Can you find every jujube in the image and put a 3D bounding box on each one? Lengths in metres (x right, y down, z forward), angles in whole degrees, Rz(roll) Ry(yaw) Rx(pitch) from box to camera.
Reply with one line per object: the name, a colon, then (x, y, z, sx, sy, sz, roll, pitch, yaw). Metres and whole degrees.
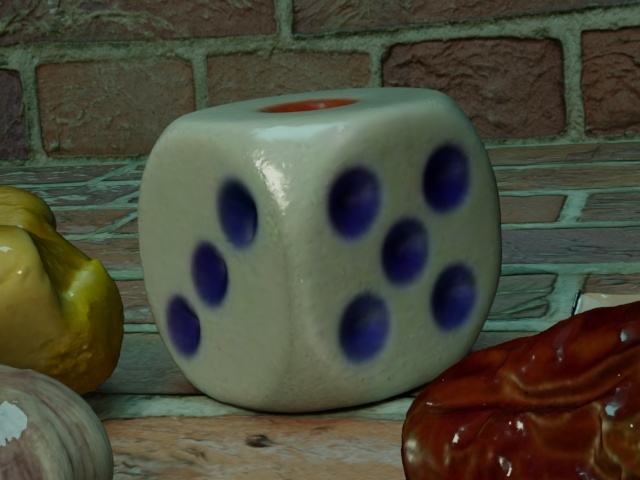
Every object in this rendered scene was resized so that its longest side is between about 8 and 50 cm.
jujube: (0.217, 0.147, 0.946, 0.342, 0.216, 0.216, -12, 5, 41)

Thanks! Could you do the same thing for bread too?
bread: (-0.403, 0.089, 1.335, 0.394, 0.250, 0.361, -5, 15, -16)

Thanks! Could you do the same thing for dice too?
dice: (0.000, 0.000, 1.404, 0.304, 0.304, 0.277, -17, 16, -41)

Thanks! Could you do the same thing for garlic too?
garlic: (-0.299, 0.144, 1.037, 0.245, 0.253, 0.245, -10, 5, 1)

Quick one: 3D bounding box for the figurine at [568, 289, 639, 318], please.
figurine: (0.338, 0.120, 1.187, 0.237, 0.141, 0.162, 3, 43, 22)
